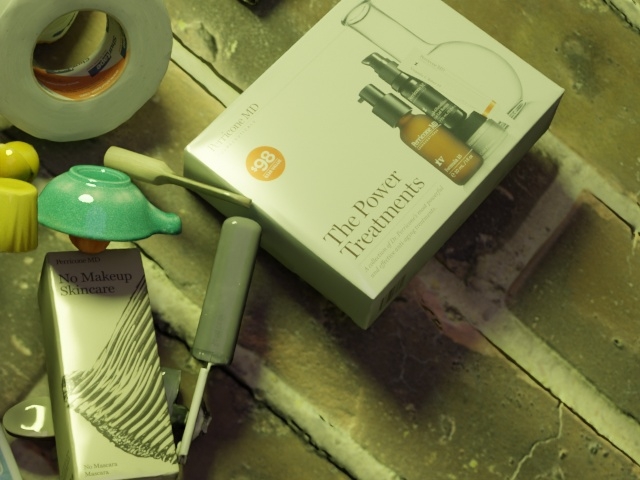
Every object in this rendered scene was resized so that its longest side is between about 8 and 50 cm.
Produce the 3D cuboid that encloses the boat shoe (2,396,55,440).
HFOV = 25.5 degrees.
[{"bbox_3d":[-0.277,0.196,1.541,0.137,0.043,0.049,-7,61,-20],"label":"boat shoe"}]

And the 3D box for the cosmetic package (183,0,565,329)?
[{"bbox_3d":[0.065,-0.123,1.683,0.284,0.097,0.377,37,65,14],"label":"cosmetic package"}]

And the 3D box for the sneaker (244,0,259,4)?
[{"bbox_3d":[-0.115,-0.403,1.742,0.222,0.083,0.118,46,67,-3],"label":"sneaker"}]

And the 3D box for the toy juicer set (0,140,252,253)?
[{"bbox_3d":[-0.265,-0.042,1.535,0.329,0.209,0.089,-4,111,-44],"label":"toy juicer set"}]

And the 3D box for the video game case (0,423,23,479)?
[{"bbox_3d":[-0.428,0.353,1.449,0.300,0.036,0.329,-20,83,-22],"label":"video game case"}]

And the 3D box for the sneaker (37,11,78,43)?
[{"bbox_3d":[-0.288,-0.377,1.651,0.112,0.131,0.296,14,70,-13],"label":"sneaker"}]

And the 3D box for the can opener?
[{"bbox_3d":[-0.140,0.108,1.568,0.095,0.076,0.283,13,85,-2],"label":"can opener"}]

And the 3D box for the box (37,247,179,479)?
[{"bbox_3d":[-0.229,0.147,1.501,0.113,0.094,0.275,-4,59,-19],"label":"box"}]

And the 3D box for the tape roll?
[{"bbox_3d":[-0.276,-0.220,1.564,0.219,0.219,0.072,-16,41,-22],"label":"tape roll"}]
